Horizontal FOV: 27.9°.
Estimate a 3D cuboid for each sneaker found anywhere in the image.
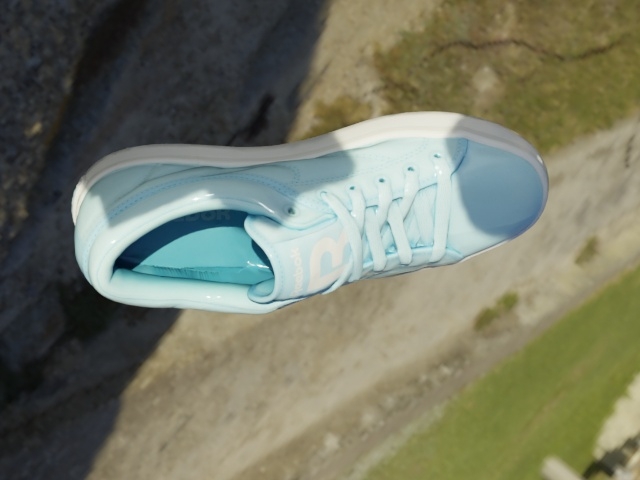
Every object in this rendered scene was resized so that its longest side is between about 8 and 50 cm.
[{"bbox_3d":[0.000,0.000,0.954,0.366,0.150,0.135,-8,121,-3],"label":"sneaker"}]
